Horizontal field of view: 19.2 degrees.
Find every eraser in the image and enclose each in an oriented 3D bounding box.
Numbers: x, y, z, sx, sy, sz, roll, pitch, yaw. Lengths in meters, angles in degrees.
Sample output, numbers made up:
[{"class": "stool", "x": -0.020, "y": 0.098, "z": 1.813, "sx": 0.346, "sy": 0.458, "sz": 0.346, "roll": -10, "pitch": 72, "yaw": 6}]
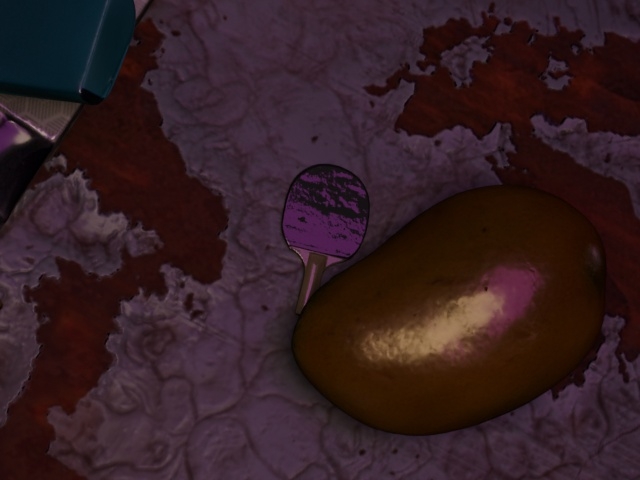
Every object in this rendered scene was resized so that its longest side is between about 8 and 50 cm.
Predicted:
[{"class": "eraser", "x": -0.230, "y": -0.202, "z": 1.789, "sx": 0.096, "sy": 0.098, "sz": 0.404, "roll": 34, "pitch": 75, "yaw": -7}]

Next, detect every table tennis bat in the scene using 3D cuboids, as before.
[{"class": "table tennis bat", "x": 0.000, "y": 0.000, "z": 1.865, "sx": 0.087, "sy": 0.013, "sz": 0.156, "roll": 16, "pitch": 78, "yaw": -12}]

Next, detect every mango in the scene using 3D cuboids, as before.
[{"class": "mango", "x": 0.129, "y": 0.072, "z": 1.811, "sx": 0.317, "sy": 0.173, "sz": 0.211, "roll": -24, "pitch": 89, "yaw": -9}]

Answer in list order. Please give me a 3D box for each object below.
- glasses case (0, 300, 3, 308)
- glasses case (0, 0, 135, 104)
[{"class": "glasses case", "x": -0.402, "y": 0.092, "z": 1.732, "sx": 0.218, "sy": 0.049, "sz": 0.075, "roll": -35, "pitch": 92, "yaw": -16}, {"class": "glasses case", "x": -0.320, "y": -0.192, "z": 1.703, "sx": 0.301, "sy": 0.070, "sz": 0.117, "roll": 11, "pitch": 75, "yaw": 19}]
